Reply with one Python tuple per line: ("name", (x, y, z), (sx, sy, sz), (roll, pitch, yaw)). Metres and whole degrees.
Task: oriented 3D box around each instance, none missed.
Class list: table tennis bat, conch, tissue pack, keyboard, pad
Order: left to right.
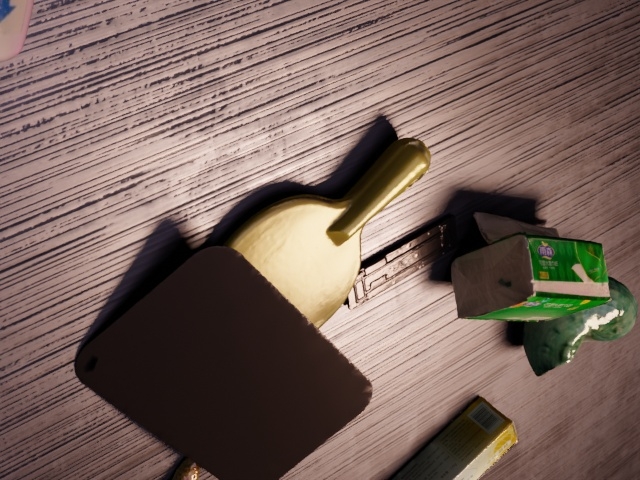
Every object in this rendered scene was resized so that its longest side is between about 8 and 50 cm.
("pad", (-0.090, 0.144, 1.206), (0.315, 0.063, 0.375), (-38, 127, 4))
("table tennis bat", (0.000, 0.000, 1.209), (0.369, 0.054, 0.224), (-44, 135, -4))
("keyboard", (0.118, 0.030, 1.349), (0.204, 0.013, 0.061), (-29, 131, -23))
("tissue pack", (0.320, 0.037, 1.440), (0.209, 0.148, 0.156), (6, 71, -41))
("conch", (0.442, 0.125, 1.602), (0.202, 0.134, 0.196), (-17, 166, -39))

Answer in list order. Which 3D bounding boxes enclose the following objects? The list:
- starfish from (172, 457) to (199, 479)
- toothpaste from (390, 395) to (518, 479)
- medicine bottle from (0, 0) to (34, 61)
("starfish", (-0.261, 0.467, 1.265), (0.358, 0.078, 0.347), (-30, 134, -22))
("toothpaste", (0.199, 0.404, 1.597), (0.313, 0.089, 0.071), (-39, 140, -15))
("medicine bottle", (-0.283, -0.278, 0.722), (0.152, 0.152, 0.254), (0, 114, -40))
